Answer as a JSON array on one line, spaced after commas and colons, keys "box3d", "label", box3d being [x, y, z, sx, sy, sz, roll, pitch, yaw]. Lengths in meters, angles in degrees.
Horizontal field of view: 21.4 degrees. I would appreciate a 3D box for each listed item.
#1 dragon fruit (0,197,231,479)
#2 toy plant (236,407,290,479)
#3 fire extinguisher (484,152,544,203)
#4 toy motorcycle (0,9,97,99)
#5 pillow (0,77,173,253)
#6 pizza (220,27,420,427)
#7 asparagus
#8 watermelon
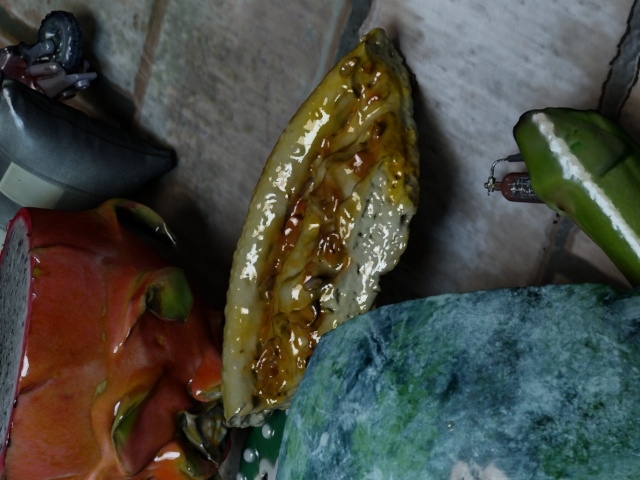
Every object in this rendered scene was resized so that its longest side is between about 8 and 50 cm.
[{"box3d": [-0.194, 0.119, 1.595, 0.305, 0.225, 0.306, -174, 90, -74], "label": "dragon fruit"}, {"box3d": [0.001, 0.200, 1.526, 0.232, 0.112, 0.243, 8, 102, 55], "label": "toy plant"}, {"box3d": [0.170, -0.054, 1.363, 0.100, 0.032, 0.046, 6, 115, 35], "label": "fire extinguisher"}, {"box3d": [-0.301, -0.147, 1.732, 0.213, 0.082, 0.122, -28, 81, 44], "label": "toy motorcycle"}, {"box3d": [-0.282, -0.048, 1.700, 0.250, 0.186, 0.106, -46, 28, 40], "label": "pillow"}, {"box3d": [0.000, 0.000, 1.437, 0.182, 0.073, 0.365, 39, 109, 52], "label": "pizza"}, {"box3d": [0.269, 0.032, 1.263, 0.082, 0.085, 0.343, -45, 76, 27], "label": "asparagus"}, {"box3d": [0.141, 0.173, 1.320, 0.387, 0.258, 0.228, -19, 62, 27], "label": "watermelon"}]
